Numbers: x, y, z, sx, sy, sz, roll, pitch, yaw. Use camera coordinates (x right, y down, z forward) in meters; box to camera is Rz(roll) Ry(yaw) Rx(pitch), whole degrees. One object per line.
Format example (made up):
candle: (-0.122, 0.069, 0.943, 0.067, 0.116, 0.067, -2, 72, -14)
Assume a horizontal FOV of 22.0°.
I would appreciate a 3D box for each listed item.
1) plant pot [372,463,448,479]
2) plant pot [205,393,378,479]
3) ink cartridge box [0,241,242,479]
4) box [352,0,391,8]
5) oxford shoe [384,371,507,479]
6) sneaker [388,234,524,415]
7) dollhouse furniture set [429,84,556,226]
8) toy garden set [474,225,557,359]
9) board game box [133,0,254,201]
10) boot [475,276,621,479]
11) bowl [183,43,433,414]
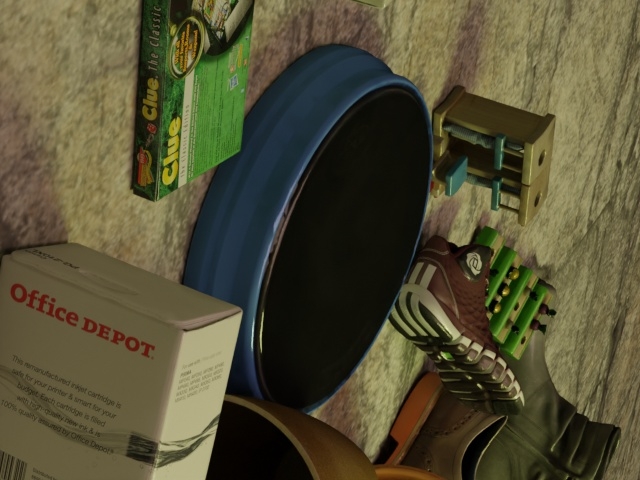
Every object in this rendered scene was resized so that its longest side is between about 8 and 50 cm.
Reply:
plant pot: (0.078, 0.421, 1.953, 0.203, 0.291, 0.291, 81, 34, -76)
plant pot: (-0.046, 0.256, 1.560, 0.254, 0.237, 0.237, 4, 105, -65)
ink cartridge box: (-0.175, 0.139, 1.276, 0.100, 0.172, 0.237, -15, 122, -62)
box: (0.061, -0.331, 1.459, 0.232, 0.127, 0.149, -47, 148, -41)
oxford shoe: (0.125, 0.355, 2.141, 0.364, 0.132, 0.130, -65, 156, -9)
sneaker: (0.198, 0.095, 2.068, 0.281, 0.106, 0.162, 50, 54, -42)
dollhouse furniture set: (0.172, -0.064, 1.908, 0.184, 0.129, 0.129, -49, 149, -41)
toy garden set: (0.239, 0.122, 2.252, 0.204, 0.049, 0.244, -60, 145, -9)
board game box: (-0.101, -0.172, 1.367, 0.136, 0.030, 0.260, -38, 141, -54)
boot: (0.342, 0.241, 2.402, 0.118, 0.222, 0.338, 5, 105, -64)
bowl: (0.000, 0.000, 1.660, 0.391, 0.077, 0.391, -47, 148, -41)
